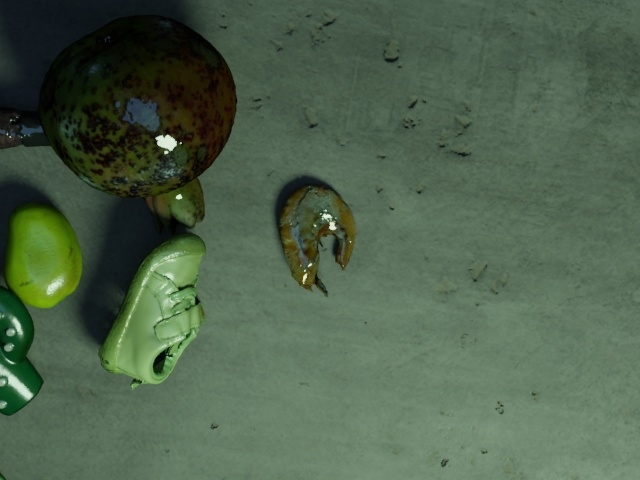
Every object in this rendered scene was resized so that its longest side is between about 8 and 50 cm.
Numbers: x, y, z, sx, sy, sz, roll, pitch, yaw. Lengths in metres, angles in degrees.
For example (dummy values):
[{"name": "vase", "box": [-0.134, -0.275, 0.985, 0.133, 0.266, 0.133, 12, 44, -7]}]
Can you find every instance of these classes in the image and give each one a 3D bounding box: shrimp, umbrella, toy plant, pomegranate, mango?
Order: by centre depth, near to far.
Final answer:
[{"name": "pomegranate", "box": [-0.248, -0.154, 1.217, 0.285, 0.285, 0.341, -22, 131, -5]}, {"name": "umbrella", "box": [-0.558, -0.175, 1.234, 0.326, 0.090, 0.094, -2, 94, -8]}, {"name": "toy plant", "box": [-0.547, 0.169, 1.262, 0.232, 0.112, 0.243, -12, 114, 4]}, {"name": "mango", "box": [-0.432, 0.025, 1.275, 0.117, 0.089, 0.163, 6, 95, -9]}, {"name": "shrimp", "box": [0.000, 0.000, 1.354, 0.132, 0.051, 0.188, -5, 95, -7]}]

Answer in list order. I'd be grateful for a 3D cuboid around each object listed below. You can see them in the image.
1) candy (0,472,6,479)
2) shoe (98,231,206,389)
[{"name": "candy", "box": [-0.656, 0.399, 1.254, 0.263, 0.172, 0.398, -39, 91, 3]}, {"name": "shoe", "box": [-0.247, 0.111, 1.297, 0.128, 0.140, 0.262, 33, 97, -1]}]
